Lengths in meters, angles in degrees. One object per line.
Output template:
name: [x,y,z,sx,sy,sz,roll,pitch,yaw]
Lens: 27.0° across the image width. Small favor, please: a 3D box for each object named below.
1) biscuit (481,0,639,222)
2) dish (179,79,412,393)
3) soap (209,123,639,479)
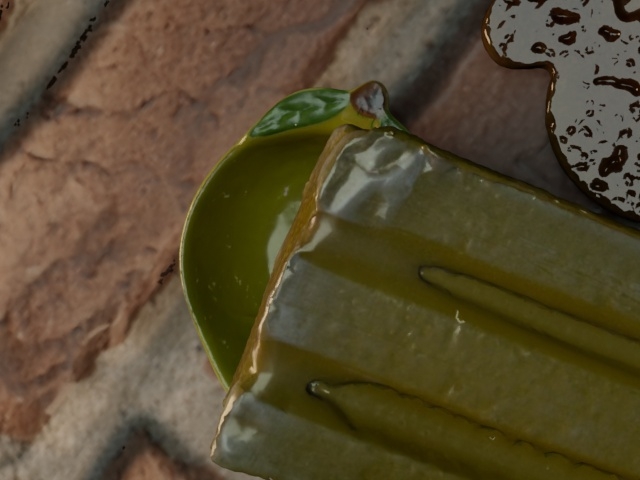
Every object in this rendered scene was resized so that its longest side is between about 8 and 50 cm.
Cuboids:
biscuit: [0.185,-0.124,0.772,0.179,0.039,0.236,-15,88,14]
dish: [0.000,0.000,0.810,0.148,0.080,0.208,30,101,13]
soap: [0.118,0.075,0.723,0.314,0.091,0.199,21,97,-6]
